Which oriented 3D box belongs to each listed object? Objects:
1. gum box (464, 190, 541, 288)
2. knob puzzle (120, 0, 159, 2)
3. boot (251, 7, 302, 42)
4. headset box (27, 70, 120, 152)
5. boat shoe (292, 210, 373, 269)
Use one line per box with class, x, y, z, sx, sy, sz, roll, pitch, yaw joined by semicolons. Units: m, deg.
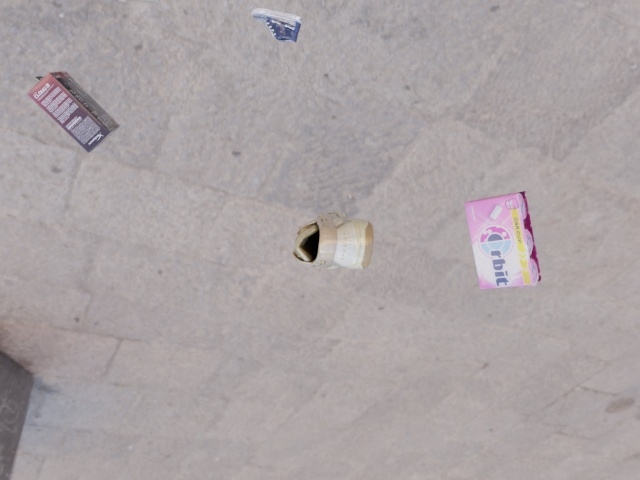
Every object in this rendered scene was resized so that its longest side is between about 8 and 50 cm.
gum box;0.361;0.005;1.129;0.107;0.188;0.062;-9;-176;35
knob puzzle;-0.473;-0.606;1.262;0.213;0.213;0.030;22;135;-28
boot;-0.159;-0.735;1.955;0.190;0.069;0.086;17;96;20
headset box;-0.245;-0.131;0.565;0.032;0.062;0.083;-42;110;4
boat shoe;0.000;0.000;1.013;0.098;0.302;0.109;4;92;-15
